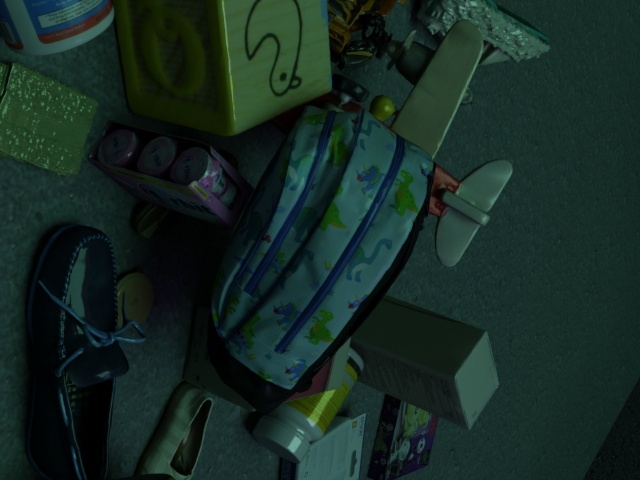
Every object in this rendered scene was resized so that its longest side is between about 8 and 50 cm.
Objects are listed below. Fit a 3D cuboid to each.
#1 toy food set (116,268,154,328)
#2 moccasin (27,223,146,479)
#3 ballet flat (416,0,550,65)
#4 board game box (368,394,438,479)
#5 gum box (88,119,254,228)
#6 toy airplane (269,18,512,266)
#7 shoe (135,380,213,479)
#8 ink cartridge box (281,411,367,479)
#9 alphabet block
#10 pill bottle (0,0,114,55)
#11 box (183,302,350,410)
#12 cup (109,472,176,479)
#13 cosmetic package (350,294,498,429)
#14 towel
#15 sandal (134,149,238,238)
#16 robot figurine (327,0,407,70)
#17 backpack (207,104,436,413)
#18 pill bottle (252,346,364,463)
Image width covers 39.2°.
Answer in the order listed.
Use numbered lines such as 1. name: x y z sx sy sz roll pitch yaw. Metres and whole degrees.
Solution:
1. toy food set: -0.260 0.081 1.233 0.083 0.020 0.082 -12 114 -52
2. moccasin: -0.287 0.151 1.139 0.137 0.117 0.342 -18 118 -51
3. ballet flat: 0.311 -0.418 1.759 0.409 0.147 0.147 10 95 -53
4. board game box: 0.211 0.353 1.996 0.208 0.056 0.347 -2 106 -59
5. gum box: -0.183 -0.082 1.123 0.062 0.188 0.107 -64 145 -14
6. toy airplane: 0.103 -0.129 1.436 0.386 0.272 0.384 -19 111 -12
7. shoe: -0.221 0.324 1.359 0.076 0.058 0.219 27 82 -55
8. ink cartridge box: 0.002 0.458 1.744 0.224 0.045 0.223 -17 118 -52
9. alphabet block: -0.121 -0.260 1.132 0.197 0.193 0.192 -34 128 -43
10. pill bottle: -0.302 -0.313 0.913 0.124 0.124 0.221 -45 138 -34
11. box: -0.077 0.170 1.417 0.232 0.148 0.127 -2 106 -55
12. cup: -0.259 0.444 1.180 0.331 0.331 0.237 -4 82 -54
13. cosmetic package: 0.148 0.198 1.602 0.113 0.309 0.160 -50 140 -29
14. towel: -0.327 -0.138 1.039 0.148 0.027 0.110 16 90 -55
15. sandal: -0.191 -0.071 1.246 0.180 0.049 0.072 -40 141 -23
16. robot figurine: 0.034 -0.372 1.310 0.291 0.211 0.085 -57 177 -36
17. backpack: 0.000 0.000 1.165 0.273 0.355 0.290 44 33 -12
18. pill bottle: -0.023 0.274 1.565 0.208 0.119 0.119 -56 143 -23
